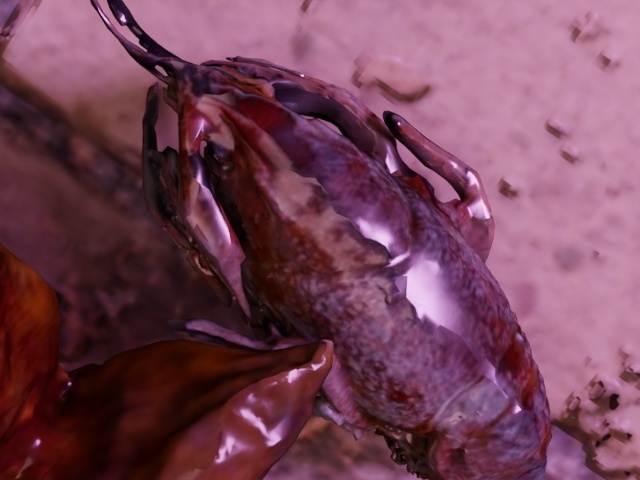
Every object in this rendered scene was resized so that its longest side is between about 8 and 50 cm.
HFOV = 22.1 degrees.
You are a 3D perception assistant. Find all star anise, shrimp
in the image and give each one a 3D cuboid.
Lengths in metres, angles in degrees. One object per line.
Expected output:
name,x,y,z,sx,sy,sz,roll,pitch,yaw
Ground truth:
star anise,-0.096,0.058,0.452,0.196,0.111,0.212,-37,92,38
shrimp,0.000,0.001,0.460,0.190,0.074,0.073,44,145,-18
